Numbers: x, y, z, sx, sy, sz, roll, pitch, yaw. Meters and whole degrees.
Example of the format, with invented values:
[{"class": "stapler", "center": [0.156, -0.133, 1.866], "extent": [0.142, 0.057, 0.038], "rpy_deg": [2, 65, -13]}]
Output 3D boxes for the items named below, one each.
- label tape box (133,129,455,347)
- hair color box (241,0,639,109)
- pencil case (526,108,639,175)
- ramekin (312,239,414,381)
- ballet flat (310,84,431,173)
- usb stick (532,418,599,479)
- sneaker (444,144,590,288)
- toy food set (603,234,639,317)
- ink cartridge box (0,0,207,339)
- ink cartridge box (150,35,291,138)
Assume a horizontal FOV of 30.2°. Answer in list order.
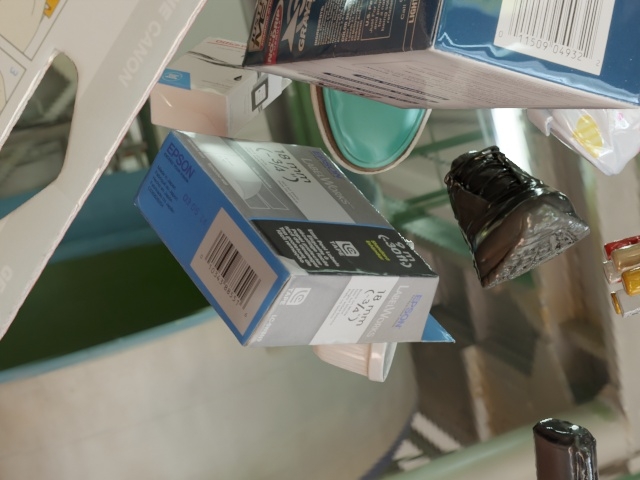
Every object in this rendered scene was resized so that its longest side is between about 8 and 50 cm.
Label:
[{"class": "label tape box", "center": [0.000, 0.000, 1.295], "extent": [0.240, 0.334, 0.106], "rpy_deg": [49, -60, 34]}, {"class": "hair color box", "center": [0.084, -0.168, 0.918], "extent": [0.347, 0.174, 0.105], "rpy_deg": [13, -89, 65]}, {"class": "pencil case", "center": [0.291, -0.179, 0.973], "extent": [0.113, 0.273, 0.124], "rpy_deg": [50, 18, 22]}, {"class": "ramekin", "center": [0.060, 0.091, 1.701], "extent": [0.207, 0.109, 0.207], "rpy_deg": [12, 90, -81]}, {"class": "ballet flat", "center": [0.044, -0.270, 1.159], "extent": [0.139, 0.139, 0.400], "rpy_deg": [-145, -131, -63]}, {"class": "usb stick", "center": [0.247, 0.310, 1.171], "extent": [0.077, 0.045, 0.278], "rpy_deg": [16, -65, 60]}, {"class": "sneaker", "center": [0.170, -0.029, 1.140], "extent": [0.130, 0.109, 0.286], "rpy_deg": [63, -3, 1]}, {"class": "toy food set", "center": [0.521, 0.050, 1.905], "extent": [0.232, 0.105, 0.111], "rpy_deg": [57, 17, -71]}, {"class": "ink cartridge box", "center": [-0.171, -0.089, 0.532], "extent": [0.239, 0.275, 0.060], "rpy_deg": [38, 15, 17]}, {"class": "ink cartridge box", "center": [-0.115, -0.192, 1.424], "extent": [0.104, 0.180, 0.060], "rpy_deg": [14, -55, 19]}]
